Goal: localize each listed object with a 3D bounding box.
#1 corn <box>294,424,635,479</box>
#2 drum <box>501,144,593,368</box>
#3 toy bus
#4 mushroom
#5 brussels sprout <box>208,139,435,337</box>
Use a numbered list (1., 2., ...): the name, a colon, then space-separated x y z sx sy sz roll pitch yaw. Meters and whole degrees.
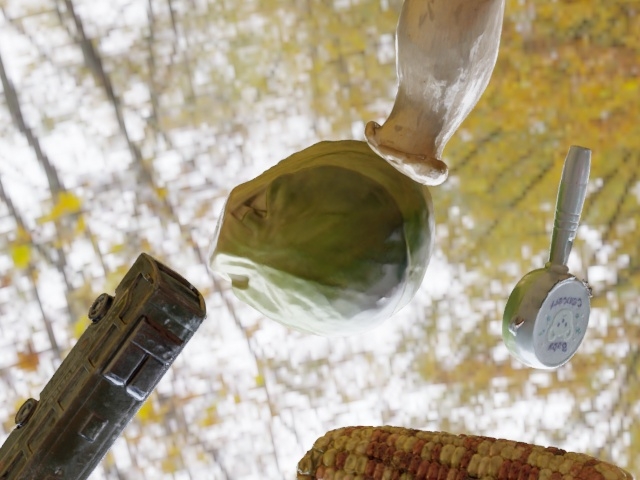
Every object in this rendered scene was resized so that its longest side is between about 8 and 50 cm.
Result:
1. corn: 0.102 0.181 1.210 0.253 0.086 0.086 7 -144 22
2. drum: 0.284 0.026 1.902 0.049 0.253 0.130 19 178 42
3. toy bus: -0.130 0.088 0.968 0.166 0.047 0.065 -54 -156 0
4. mushroom: 0.104 -0.154 1.488 0.097 0.213 0.088 20 -160 0
5. brussels sprout: 0.000 0.000 1.942 0.271 0.220 0.210 3 -154 -17
